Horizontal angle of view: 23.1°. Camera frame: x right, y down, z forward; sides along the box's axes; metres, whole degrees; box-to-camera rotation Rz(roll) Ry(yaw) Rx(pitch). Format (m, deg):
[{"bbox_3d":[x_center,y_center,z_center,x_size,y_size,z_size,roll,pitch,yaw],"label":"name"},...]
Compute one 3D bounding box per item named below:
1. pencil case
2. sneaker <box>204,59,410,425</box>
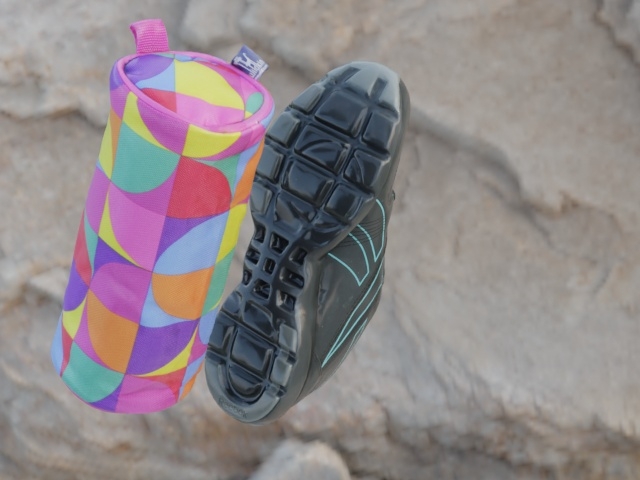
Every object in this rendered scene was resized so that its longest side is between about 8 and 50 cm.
[{"bbox_3d":[-0.098,-0.007,0.945,0.104,0.236,0.104,13,32,-8],"label":"pencil case"},{"bbox_3d":[0.000,0.000,1.105,0.101,0.267,0.106,30,15,29],"label":"sneaker"}]
